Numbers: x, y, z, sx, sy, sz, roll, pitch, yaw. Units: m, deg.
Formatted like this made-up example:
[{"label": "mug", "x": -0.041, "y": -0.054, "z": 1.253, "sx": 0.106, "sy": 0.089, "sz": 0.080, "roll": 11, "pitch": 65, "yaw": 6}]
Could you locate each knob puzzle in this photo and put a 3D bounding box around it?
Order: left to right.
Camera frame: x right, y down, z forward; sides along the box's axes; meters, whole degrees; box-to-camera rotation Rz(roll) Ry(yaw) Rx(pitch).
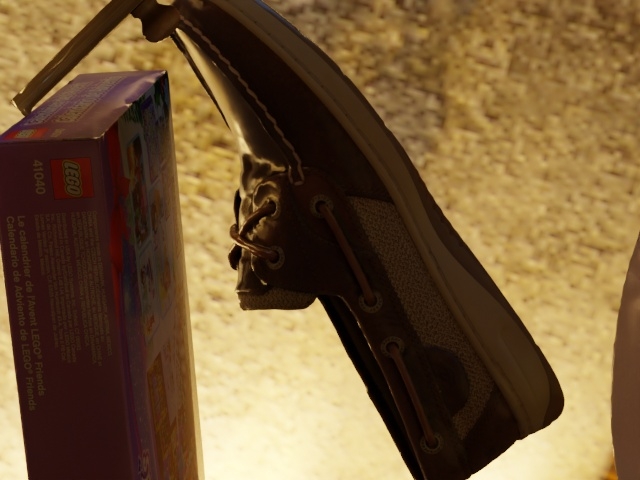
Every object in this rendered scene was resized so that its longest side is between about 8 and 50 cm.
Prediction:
[{"label": "knob puzzle", "x": -0.064, "y": -0.119, "z": 0.839, "sx": 0.030, "sy": 0.213, "sz": 0.213, "roll": 46, "pitch": -115, "yaw": -9}]

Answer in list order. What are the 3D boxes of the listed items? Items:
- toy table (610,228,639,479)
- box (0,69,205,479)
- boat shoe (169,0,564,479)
[{"label": "toy table", "x": 0.239, "y": 0.049, "z": 0.741, "sx": 0.252, "sy": 0.161, "sz": 0.274, "roll": -16, "pitch": -63, "yaw": -24}, {"label": "box", "x": -0.110, "y": 0.069, "z": 0.972, "sx": 0.201, "sy": 0.057, "sz": 0.293, "roll": -73, "pitch": -20, "yaw": -75}, {"label": "boat shoe", "x": 0.000, "y": 0.000, "z": 1.086, "sx": 0.123, "sy": 0.123, "sz": 0.342, "roll": -37, "pitch": -84, "yaw": -9}]
